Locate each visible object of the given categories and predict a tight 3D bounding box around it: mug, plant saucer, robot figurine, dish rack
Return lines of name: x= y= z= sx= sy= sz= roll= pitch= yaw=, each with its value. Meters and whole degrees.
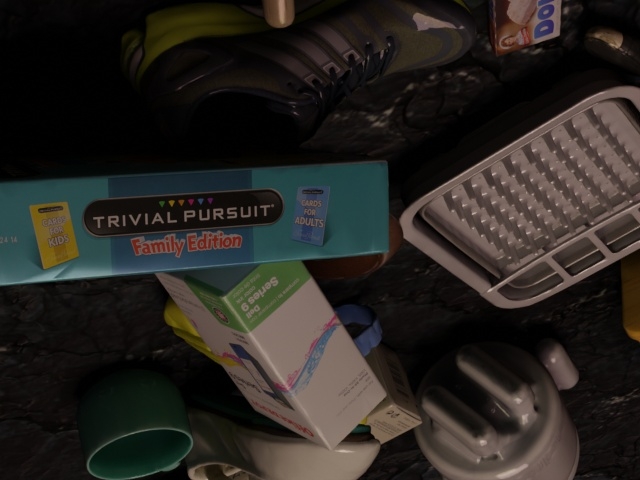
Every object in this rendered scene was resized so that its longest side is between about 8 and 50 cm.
mug: x=-0.226 y=0.219 z=1.484 sx=0.130 sy=0.097 sz=0.157 roll=-7 pitch=148 yaw=-20
plant saucer: x=0.000 y=0.000 z=1.270 sx=0.169 sy=0.029 sz=0.168 roll=6 pitch=152 yaw=3
robot figurine: x=0.247 y=0.267 z=1.719 sx=0.300 sy=0.200 sz=0.353 roll=-46 pitch=148 yaw=-5
dish rack: x=0.251 y=-0.057 z=1.340 sx=0.286 sy=0.072 sz=0.333 roll=-30 pitch=147 yaw=19

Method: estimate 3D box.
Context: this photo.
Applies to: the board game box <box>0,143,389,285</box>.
board game box: x=-0.149 y=-0.030 z=1.014 sx=0.336 sy=0.079 sz=0.254 roll=-4 pitch=-172 yaw=-23

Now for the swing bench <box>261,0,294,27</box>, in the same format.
swing bench: x=-0.145 y=-0.253 z=0.676 sx=0.253 sy=0.165 sz=0.254 roll=-1 pitch=145 yaw=3

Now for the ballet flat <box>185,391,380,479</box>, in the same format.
ballet flat: x=-0.053 y=0.255 z=1.419 sx=0.139 sy=0.139 sz=0.400 roll=0 pitch=179 yaw=-29

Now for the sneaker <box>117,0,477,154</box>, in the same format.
sneaker: x=-0.009 y=-0.135 z=1.024 sx=0.300 sy=0.121 sz=0.111 roll=-13 pitch=149 yaw=-10

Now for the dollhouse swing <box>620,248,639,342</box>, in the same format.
dollhouse swing: x=0.563 y=0.173 z=1.649 sx=0.315 sy=0.304 sz=0.347 roll=-25 pitch=148 yaw=10

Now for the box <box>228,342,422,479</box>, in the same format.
box: x=-0.015 y=0.240 z=1.621 sx=0.275 sy=0.113 sz=0.094 roll=-31 pitch=147 yaw=16

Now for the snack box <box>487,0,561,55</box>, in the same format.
snack box: x=0.176 y=-0.231 z=1.071 sx=0.064 sy=0.022 sz=0.178 roll=-19 pitch=149 yaw=-2

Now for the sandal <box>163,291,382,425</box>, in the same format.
sandal: x=-0.042 y=0.101 z=1.409 sx=0.317 sy=0.126 sz=0.138 roll=29 pitch=88 yaw=-43

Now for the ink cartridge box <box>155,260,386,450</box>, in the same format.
ink cartridge box: x=-0.049 y=0.089 z=1.227 sx=0.093 sy=0.154 sz=0.212 roll=-44 pitch=120 yaw=-18

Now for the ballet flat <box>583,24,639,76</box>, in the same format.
ballet flat: x=0.315 y=-0.184 z=1.212 sx=0.173 sy=0.057 sz=0.049 roll=11 pitch=98 yaw=-42
